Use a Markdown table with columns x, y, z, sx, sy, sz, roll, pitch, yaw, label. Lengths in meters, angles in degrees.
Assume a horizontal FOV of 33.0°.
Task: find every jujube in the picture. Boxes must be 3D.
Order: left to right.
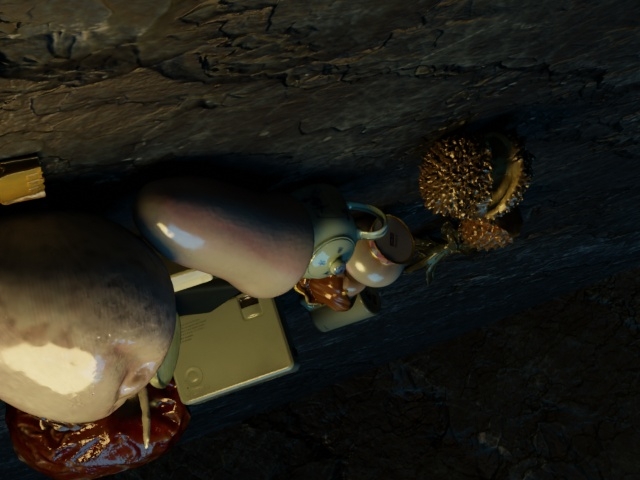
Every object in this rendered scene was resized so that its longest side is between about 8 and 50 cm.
| x | y | z | sx | sy | sz | roll | pitch | yaw | label |
| --- | --- | --- | --- | --- | --- | --- | --- | --- | --- |
| -0.477 | 0.375 | 2.334 | 0.377 | 0.276 | 0.276 | -15 | 165 | -6 | jujube |

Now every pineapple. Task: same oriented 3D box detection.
| x | y | z | sx | sy | sz | roll | pitch | yaw | label |
| --- | --- | --- | --- | --- | --- | --- | --- | --- | --- |
| 0.278 | -0.001 | 2.210 | 0.130 | 0.119 | 0.277 | -30 | 179 | -45 | pineapple |

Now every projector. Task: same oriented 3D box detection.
| x | y | z | sx | sy | sz | roll | pitch | yaw | label |
| --- | --- | --- | --- | --- | --- | --- | --- | --- | --- |
| -0.191 | 0.223 | 2.301 | 0.257 | 0.192 | 0.099 | -20 | 169 | 7 | projector |

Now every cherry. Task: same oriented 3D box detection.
| x | y | z | sx | sy | sz | roll | pitch | yaw | label |
| --- | --- | --- | --- | --- | --- | --- | --- | --- | --- |
| -0.362 | 0.098 | 1.471 | 0.326 | 0.291 | 0.335 | 0 | 158 | 25 | cherry |

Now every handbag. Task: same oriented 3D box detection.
| x | y | z | sx | sy | sz | roll | pitch | yaw | label |
| --- | --- | --- | --- | --- | --- | --- | --- | --- | --- |
| -0.374 | -0.075 | 1.346 | 0.061 | 0.027 | 0.083 | -13 | 163 | -17 | handbag |

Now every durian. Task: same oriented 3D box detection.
| x | y | z | sx | sy | sz | roll | pitch | yaw | label |
| --- | --- | --- | --- | --- | --- | --- | --- | --- | --- |
| 0.248 | -0.108 | 1.766 | 0.196 | 0.167 | 0.196 | 7 | 171 | 1 | durian |

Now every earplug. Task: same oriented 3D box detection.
| x | y | z | sx | sy | sz | roll | pitch | yaw | label |
| --- | --- | --- | --- | --- | --- | --- | --- | --- | --- |
| -0.159 | -0.018 | 1.571 | 0.172 | 0.172 | 0.301 | -26 | 158 | 25 | earplug |

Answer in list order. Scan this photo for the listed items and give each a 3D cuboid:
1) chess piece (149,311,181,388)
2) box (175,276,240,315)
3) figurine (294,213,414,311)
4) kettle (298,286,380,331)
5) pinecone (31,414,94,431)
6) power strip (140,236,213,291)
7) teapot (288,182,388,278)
| x | y | z | sx | sy | sz | roll | pitch | yaw | label |
| --- | --- | --- | --- | --- | --- | --- | --- | --- | --- |
| -0.391 | 0.180 | 1.941 | 0.251 | 0.144 | 0.144 | 6 | 167 | 8 | chess piece |
| -0.266 | 0.101 | 2.045 | 0.230 | 0.050 | 0.160 | -4 | 159 | -41 | box |
| 0.057 | 0.046 | 2.074 | 0.189 | 0.142 | 0.263 | 29 | 142 | -26 | figurine |
| 0.047 | 0.149 | 2.498 | 0.148 | 0.098 | 0.127 | -22 | 170 | 27 | kettle |
| -0.494 | 0.273 | 2.134 | 0.208 | 0.207 | 0.208 | -17 | 165 | -5 | pinecone |
| -0.349 | 0.067 | 1.720 | 0.367 | 0.106 | 0.043 | -17 | 140 | -2 | power strip |
| 0.000 | 0.000 | 1.754 | 0.232 | 0.159 | 0.159 | -25 | 167 | -18 | teapot |
